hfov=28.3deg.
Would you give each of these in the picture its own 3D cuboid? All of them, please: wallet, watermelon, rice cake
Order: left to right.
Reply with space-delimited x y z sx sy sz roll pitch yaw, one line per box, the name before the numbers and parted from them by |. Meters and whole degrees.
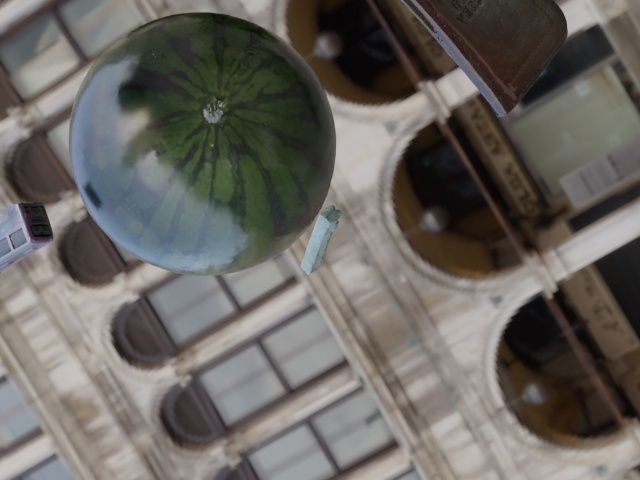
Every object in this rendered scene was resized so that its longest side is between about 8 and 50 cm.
watermelon | -0.105 -0.085 1.139 0.242 0.242 0.242 55 -167 -19
rice cake | 0.000 0.000 1.386 0.021 0.022 0.121 41 150 13
wallet | 0.121 -0.248 1.169 0.255 0.137 0.031 45 152 -15

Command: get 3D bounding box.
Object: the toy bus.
toy bus | -0.299 0.006 1.156 0.037 0.131 0.052 -8 -107 -58
